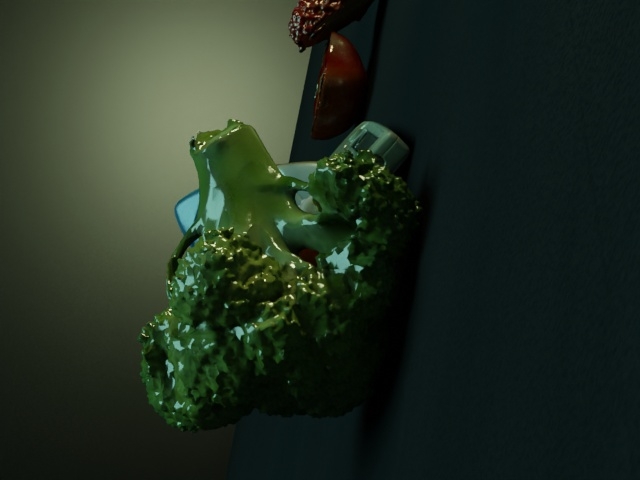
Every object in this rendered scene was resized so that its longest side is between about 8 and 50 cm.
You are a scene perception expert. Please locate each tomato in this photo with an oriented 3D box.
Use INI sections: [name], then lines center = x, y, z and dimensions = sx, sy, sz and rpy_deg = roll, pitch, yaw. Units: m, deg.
[tomato]
center = 0.030, -0.216, 1.491
dimensions = 0.155, 0.069, 0.156
rpy_deg = -171, 90, -86

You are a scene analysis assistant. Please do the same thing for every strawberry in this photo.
[strawberry]
center = 0.017, -0.348, 1.507
dimensions = 0.188, 0.082, 0.121
rpy_deg = -39, -6, -29

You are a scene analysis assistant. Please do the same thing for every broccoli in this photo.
[broccoli]
center = -0.045, 0.010, 0.903
dimensions = 0.186, 0.254, 0.302
rpy_deg = 9, -104, -56

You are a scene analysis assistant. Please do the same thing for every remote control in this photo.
[remote control]
center = 0.045, -0.078, 1.104
dimensions = 0.090, 0.049, 0.230
rpy_deg = -47, 9, 5

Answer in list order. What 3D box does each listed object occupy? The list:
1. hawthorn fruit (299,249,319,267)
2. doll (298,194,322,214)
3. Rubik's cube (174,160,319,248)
[hawthorn fruit]
center = -0.011, 0.043, 1.056
dimensions = 0.133, 0.132, 0.138
rpy_deg = 110, 162, -54
[doll]
center = 0.000, 0.000, 1.268
dimensions = 0.207, 0.081, 0.129
rpy_deg = 112, 151, -67
[Rubik's cube]
center = -0.040, 0.004, 1.422
dimensions = 0.254, 0.254, 0.254
rpy_deg = -168, 90, -84
